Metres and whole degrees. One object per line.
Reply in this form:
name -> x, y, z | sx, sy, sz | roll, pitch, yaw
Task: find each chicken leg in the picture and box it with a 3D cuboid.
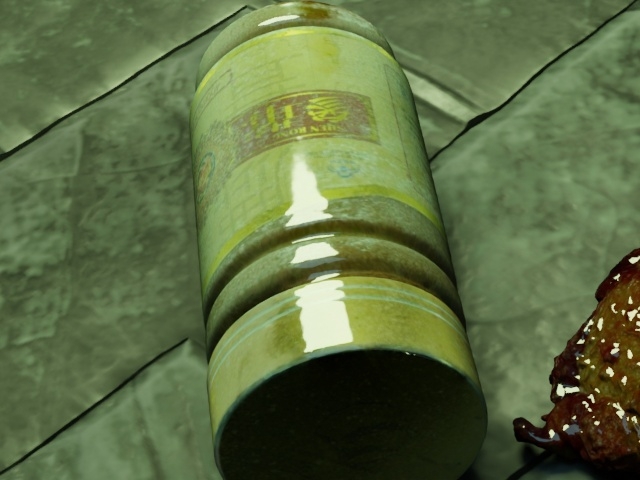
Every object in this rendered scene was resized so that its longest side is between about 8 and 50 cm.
chicken leg -> 0.201, 0.117, 0.879 | 0.177, 0.083, 0.322 | -18, 42, 7

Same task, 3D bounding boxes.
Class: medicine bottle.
medicine bottle -> 0.000, 0.000, 0.980 | 0.151, 0.151, 0.322 | -11, 44, 2
